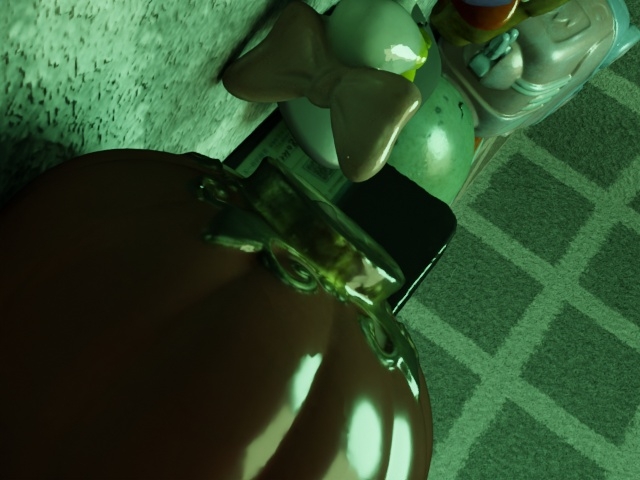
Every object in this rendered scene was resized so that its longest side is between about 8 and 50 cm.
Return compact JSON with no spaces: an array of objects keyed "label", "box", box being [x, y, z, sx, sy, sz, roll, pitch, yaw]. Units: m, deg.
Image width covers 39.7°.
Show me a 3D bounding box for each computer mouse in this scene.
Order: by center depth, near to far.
[{"label":"computer mouse","box":[0.046,-0.159,0.825,0.057,0.120,0.232,-9,-154,45]}]

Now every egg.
[{"label":"egg","box":[0.092,-0.108,1.027,0.169,0.169,0.236,-50,172,-17]}]

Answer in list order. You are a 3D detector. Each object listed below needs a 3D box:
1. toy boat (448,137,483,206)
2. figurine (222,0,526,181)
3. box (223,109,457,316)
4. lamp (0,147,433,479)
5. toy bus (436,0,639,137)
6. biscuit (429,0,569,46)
[{"label":"toy boat","box":[0.140,-0.060,1.479,0.332,0.145,0.133,-57,163,4]},{"label":"figurine","box":[0.109,-0.242,0.701,0.421,0.154,0.193,-55,165,2]},{"label":"box","box":[-0.051,0.047,0.773,0.350,0.211,0.058,-48,167,-26]},{"label":"lamp","box":[-0.072,0.080,0.530,0.257,0.303,0.303,-50,171,7]},{"label":"toy bus","box":[0.260,-0.256,1.204,0.232,0.197,0.294,-36,176,-28]},{"label":"biscuit","box":[0.267,-0.340,0.938,0.359,0.074,0.381,-44,-160,-15]}]
